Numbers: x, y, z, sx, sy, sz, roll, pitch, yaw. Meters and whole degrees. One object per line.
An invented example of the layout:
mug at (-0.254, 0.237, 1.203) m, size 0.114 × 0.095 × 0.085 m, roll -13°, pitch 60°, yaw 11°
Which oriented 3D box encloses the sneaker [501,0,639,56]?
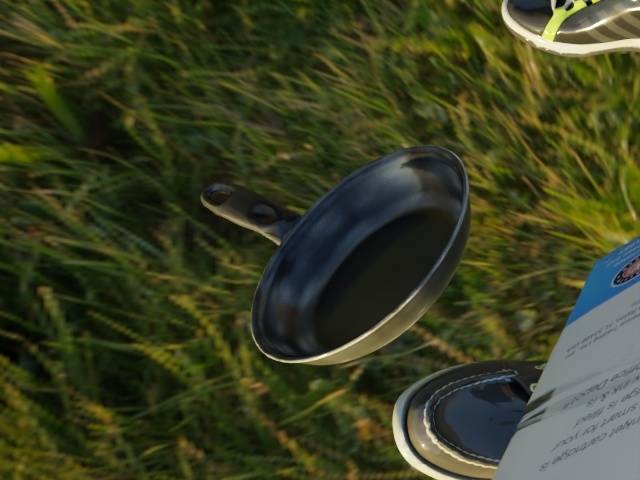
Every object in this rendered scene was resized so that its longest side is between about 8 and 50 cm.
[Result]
sneaker at (0.268, -0.216, 1.651) m, size 0.235 × 0.097 × 0.084 m, roll 6°, pitch 57°, yaw 22°

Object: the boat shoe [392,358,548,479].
boat shoe at (0.151, 0.112, 1.227) m, size 0.069 × 0.228 × 0.081 m, roll -22°, pitch 71°, yaw 52°

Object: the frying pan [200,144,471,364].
frying pan at (-0.010, 0.023, 1.419) m, size 0.053 × 0.326 × 0.197 m, roll 44°, pitch 56°, yaw -27°

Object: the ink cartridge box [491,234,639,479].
ink cartridge box at (0.132, 0.057, 0.556) m, size 0.086 × 0.203 × 0.148 m, roll 48°, pitch 129°, yaw -12°
